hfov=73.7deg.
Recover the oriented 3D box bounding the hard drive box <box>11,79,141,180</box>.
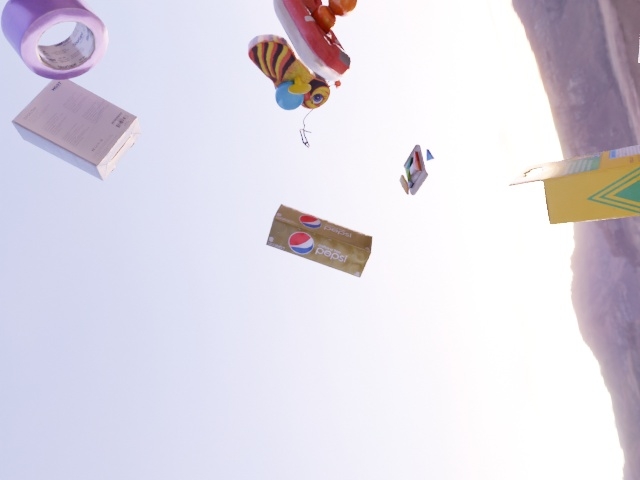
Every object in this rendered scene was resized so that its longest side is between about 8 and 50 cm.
[{"bbox_3d":[-0.630,-0.296,1.124,0.232,0.089,0.181,29,-114,-4],"label":"hard drive box"}]

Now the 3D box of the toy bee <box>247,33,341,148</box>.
[{"bbox_3d":[-0.040,-0.397,1.067,0.298,0.162,0.195,38,-150,-61],"label":"toy bee"}]

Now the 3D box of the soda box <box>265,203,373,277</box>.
[{"bbox_3d":[0.000,0.000,0.765,0.058,0.181,0.061,-74,4,-58],"label":"soda box"}]

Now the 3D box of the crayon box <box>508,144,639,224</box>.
[{"bbox_3d":[0.507,-0.102,0.708,0.203,0.323,0.083,-30,-72,-51],"label":"crayon box"}]

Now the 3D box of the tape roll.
[{"bbox_3d":[-0.578,-0.454,0.940,0.080,0.189,0.189,50,-146,7],"label":"tape roll"}]

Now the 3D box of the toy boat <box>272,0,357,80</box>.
[{"bbox_3d":[0.009,-0.457,0.870,0.151,0.151,0.231,-1,-119,-60],"label":"toy boat"}]

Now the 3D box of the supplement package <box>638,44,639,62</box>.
[{"bbox_3d":[0.605,-0.336,0.639,0.105,0.179,0.105,-75,-28,-61],"label":"supplement package"}]

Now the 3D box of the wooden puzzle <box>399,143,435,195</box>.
[{"bbox_3d":[0.172,-0.129,0.788,0.014,0.116,0.078,0,-127,-15],"label":"wooden puzzle"}]
